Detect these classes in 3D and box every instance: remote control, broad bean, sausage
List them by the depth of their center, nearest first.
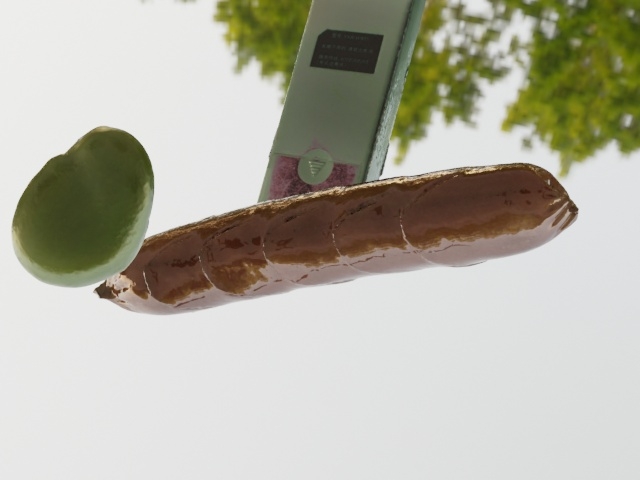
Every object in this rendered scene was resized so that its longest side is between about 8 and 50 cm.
[{"bbox_3d":[-0.113,-0.015,0.729,0.063,0.045,0.083,33,-98,-16],"label":"broad bean"},{"bbox_3d":[0.001,0.000,1.222,0.433,0.088,0.088,-11,-129,25],"label":"sausage"},{"bbox_3d":[0.025,-0.166,1.848,0.145,0.050,0.344,11,-100,27],"label":"remote control"}]
